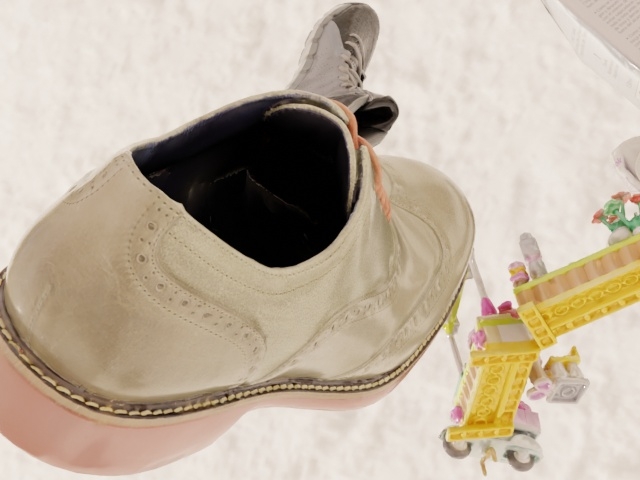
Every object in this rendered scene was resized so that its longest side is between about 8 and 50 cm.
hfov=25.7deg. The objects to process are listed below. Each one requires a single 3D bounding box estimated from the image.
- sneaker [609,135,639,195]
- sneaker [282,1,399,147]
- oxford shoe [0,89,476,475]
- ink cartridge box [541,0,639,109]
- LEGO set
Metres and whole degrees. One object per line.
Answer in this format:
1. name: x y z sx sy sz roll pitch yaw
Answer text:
1. sneaker: 0.355 -0.028 1.342 0.114 0.152 0.305 82 -173 -73
2. sneaker: 0.034 -0.143 1.347 0.132 0.086 0.229 4 51 40
3. oxford shoe: 0.000 0.000 0.712 0.140 0.397 0.146 44 118 13
4. ink cartridge box: 0.216 -0.198 0.921 0.181 0.056 0.224 -40 67 -13
5. LEGO set: 0.152 0.033 0.925 0.287 0.132 0.107 -55 34 36
